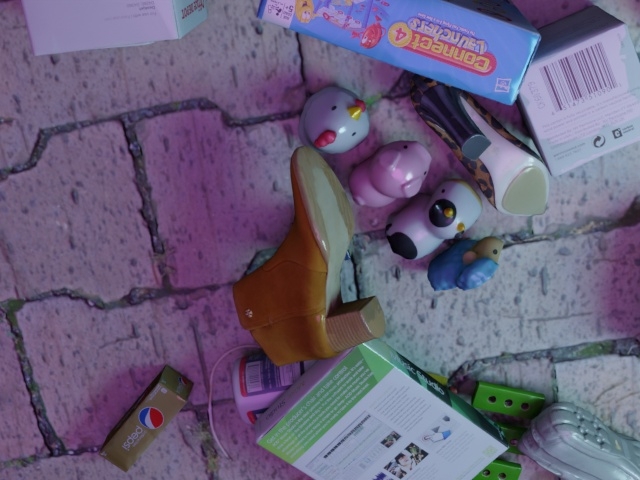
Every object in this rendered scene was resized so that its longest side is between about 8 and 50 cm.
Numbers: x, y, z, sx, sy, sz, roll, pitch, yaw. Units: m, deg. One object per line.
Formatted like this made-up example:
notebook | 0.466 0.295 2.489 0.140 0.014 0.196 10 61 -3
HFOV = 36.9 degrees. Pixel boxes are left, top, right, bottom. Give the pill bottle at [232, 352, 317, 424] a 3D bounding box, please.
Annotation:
pill bottle | -0.038 0.221 1.497 0.180 0.108 0.107 -11 110 9

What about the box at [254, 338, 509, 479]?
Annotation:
box | 0.094 0.295 1.456 0.322 0.058 0.232 37 107 -24

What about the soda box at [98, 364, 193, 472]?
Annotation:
soda box | -0.286 0.293 1.570 0.058 0.061 0.181 36 110 -10

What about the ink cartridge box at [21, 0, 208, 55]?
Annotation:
ink cartridge box | -0.274 -0.393 1.228 0.197 0.198 0.270 -5 110 6

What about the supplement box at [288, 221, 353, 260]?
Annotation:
supplement box | 0.000 0.000 1.420 0.083 0.083 0.056 -18 108 11

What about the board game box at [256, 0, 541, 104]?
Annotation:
board game box | 0.095 -0.287 1.183 0.308 0.302 0.086 19 112 -2

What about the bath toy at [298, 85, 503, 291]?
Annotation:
bath toy | 0.109 -0.077 1.358 0.151 0.129 0.348 -41 102 18

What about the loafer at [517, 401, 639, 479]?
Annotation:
loafer | 0.451 0.362 1.511 0.319 0.112 0.111 34 124 -16

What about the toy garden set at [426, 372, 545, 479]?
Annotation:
toy garden set | 0.228 0.325 1.550 0.204 0.049 0.244 12 113 -2

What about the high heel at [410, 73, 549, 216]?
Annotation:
high heel | 0.230 -0.140 1.366 0.093 0.186 0.261 -42 137 13

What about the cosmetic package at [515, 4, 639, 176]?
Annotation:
cosmetic package | 0.334 -0.201 1.260 0.151 0.183 0.151 -22 107 13

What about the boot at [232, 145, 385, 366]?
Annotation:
boot | -0.047 0.033 1.341 0.211 0.104 0.295 -16 97 35
